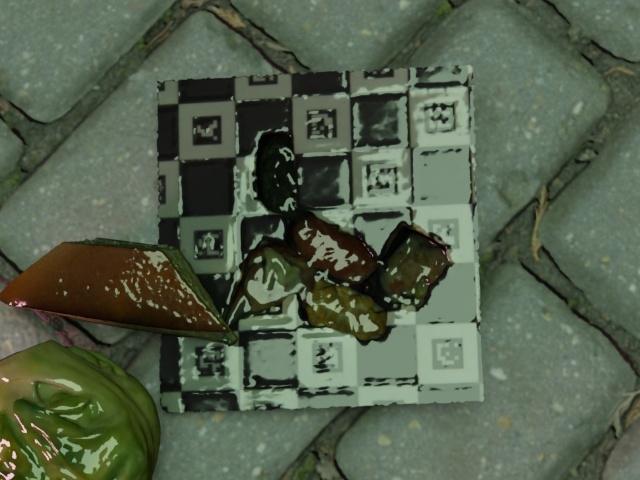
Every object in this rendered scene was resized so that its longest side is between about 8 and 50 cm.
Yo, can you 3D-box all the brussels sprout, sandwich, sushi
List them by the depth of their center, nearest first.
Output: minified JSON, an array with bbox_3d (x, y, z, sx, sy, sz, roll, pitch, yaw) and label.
[{"bbox_3d":[-0.263,0.212,1.498,0.223,0.161,0.223,-1,86,20],"label":"brussels sprout"},{"bbox_3d":[-0.206,0.046,1.539,0.258,0.094,0.096,7,89,11],"label":"sandwich"},{"bbox_3d":[0.000,0.000,1.589,0.343,0.064,0.359,-3,83,9],"label":"sushi"}]
